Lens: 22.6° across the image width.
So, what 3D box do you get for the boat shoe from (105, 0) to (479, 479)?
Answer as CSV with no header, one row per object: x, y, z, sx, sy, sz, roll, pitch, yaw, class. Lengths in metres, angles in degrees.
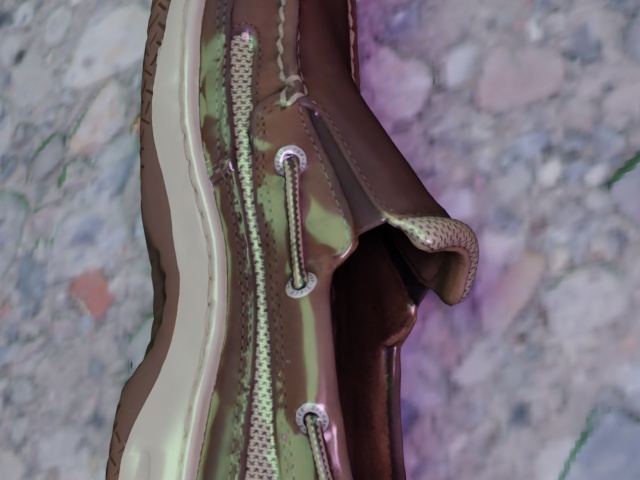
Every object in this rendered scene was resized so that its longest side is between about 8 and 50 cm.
0.003,0.003,0.478,0.095,0.095,0.257,-3,73,21,boat shoe
